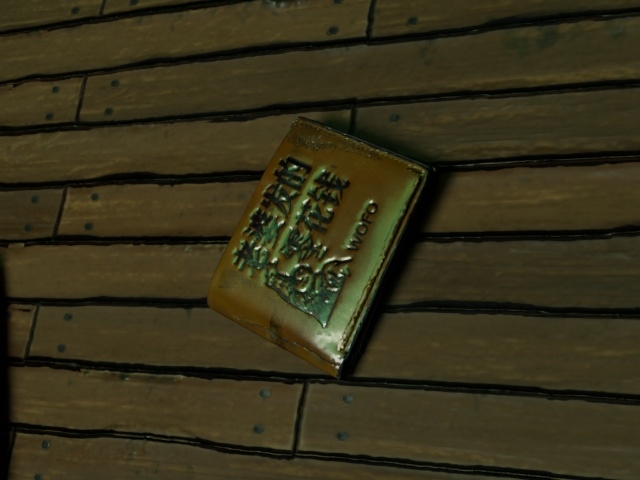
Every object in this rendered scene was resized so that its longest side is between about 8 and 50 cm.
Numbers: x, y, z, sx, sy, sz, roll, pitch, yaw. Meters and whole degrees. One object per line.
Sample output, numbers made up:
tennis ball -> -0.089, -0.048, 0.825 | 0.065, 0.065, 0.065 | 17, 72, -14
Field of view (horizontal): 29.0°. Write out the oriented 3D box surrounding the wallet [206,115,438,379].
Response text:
wallet -> -0.002, -0.001, 1.060 | 0.161, 0.042, 0.195 | 24, 86, 36
